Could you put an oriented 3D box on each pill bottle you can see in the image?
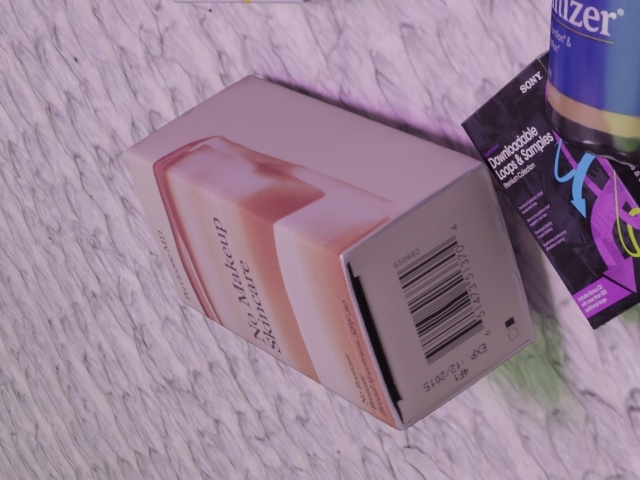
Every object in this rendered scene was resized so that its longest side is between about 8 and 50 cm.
[{"bbox_3d":[0.176,-0.155,0.939,0.123,0.123,0.219,27,125,46],"label":"pill bottle"}]

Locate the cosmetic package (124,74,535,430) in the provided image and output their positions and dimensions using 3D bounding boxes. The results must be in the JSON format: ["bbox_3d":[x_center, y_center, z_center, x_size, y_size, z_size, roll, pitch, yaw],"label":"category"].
[{"bbox_3d":[0.000,0.000,1.365,0.296,0.129,0.153,25,141,54],"label":"cosmetic package"}]

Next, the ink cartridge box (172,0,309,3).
[{"bbox_3d":[-0.052,-0.233,1.310,0.175,0.072,0.127,10,125,56],"label":"ink cartridge box"}]

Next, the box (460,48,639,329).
[{"bbox_3d":[0.162,-0.032,1.200,0.162,0.029,0.116,58,152,6],"label":"box"}]
